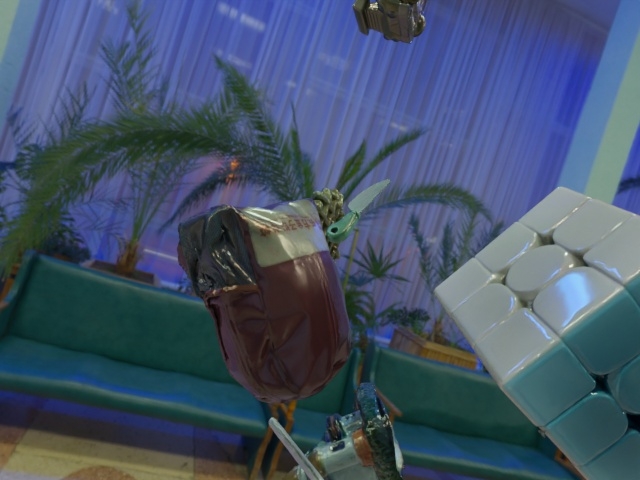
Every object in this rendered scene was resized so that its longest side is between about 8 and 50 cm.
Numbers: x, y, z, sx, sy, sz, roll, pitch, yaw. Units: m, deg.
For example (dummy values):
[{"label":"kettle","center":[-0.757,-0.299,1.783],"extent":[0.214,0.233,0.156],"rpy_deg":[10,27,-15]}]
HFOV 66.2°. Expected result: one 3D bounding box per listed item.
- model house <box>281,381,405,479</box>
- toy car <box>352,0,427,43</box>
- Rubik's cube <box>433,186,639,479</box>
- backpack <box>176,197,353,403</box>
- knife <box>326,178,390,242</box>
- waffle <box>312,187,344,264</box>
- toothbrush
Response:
[{"label":"model house","center":[0.036,0.475,1.095],"extent":[0.291,0.185,0.253],"rpy_deg":[-24,9,2]},{"label":"toy car","center":[0.271,-0.875,1.673],"extent":[0.226,0.336,0.242],"rpy_deg":[17,-3,16]},{"label":"Rubik's cube","center":[0.404,0.137,0.753],"extent":[0.292,0.290,0.291],"rpy_deg":[46,9,-16]},{"label":"backpack","center":[-0.069,0.095,0.786],"extent":[0.197,0.318,0.283],"rpy_deg":[-20,-3,34]},{"label":"knife","center":[0.099,-0.086,1.301],"extent":[0.063,0.260,0.035],"rpy_deg":[16,-39,37]},{"label":"waffle","center":[0.000,0.000,1.446],"extent":[0.056,0.310,0.291],"rpy_deg":[14,18,21]},{"label":"toothbrush","center":[0.041,0.390,0.719],"extent":[0.418,0.040,0.042],"rpy_deg":[33,-25,46]}]
